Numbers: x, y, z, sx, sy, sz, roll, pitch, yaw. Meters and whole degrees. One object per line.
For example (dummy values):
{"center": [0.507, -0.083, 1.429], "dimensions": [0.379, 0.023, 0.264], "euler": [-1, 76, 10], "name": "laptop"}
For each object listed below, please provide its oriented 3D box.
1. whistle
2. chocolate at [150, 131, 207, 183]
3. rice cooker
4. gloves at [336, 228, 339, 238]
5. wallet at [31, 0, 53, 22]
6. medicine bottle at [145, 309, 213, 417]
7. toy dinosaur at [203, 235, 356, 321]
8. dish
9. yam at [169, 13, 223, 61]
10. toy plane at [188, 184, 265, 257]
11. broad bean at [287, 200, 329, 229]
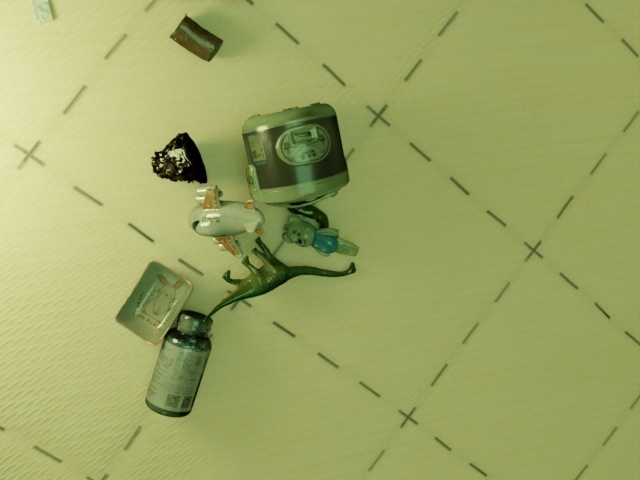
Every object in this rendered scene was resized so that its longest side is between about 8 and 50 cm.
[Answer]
{"center": [0.000, 0.000, 1.933], "dimensions": [0.236, 0.077, 0.114], "euler": [20, 129, -2], "name": "whistle"}
{"center": [-0.406, -0.211, 1.807], "dimensions": [0.133, 0.156, 0.156], "euler": [-21, 103, 7], "name": "chocolate"}
{"center": [-0.071, -0.231, 1.801], "dimensions": [0.288, 0.288, 0.277], "euler": [-12, 101, -11], "name": "rice cooker"}
{"center": [0.036, 0.002, 1.988], "dimensions": [0.037, 0.044, 0.081], "euler": [-4, 124, -50], "name": "gloves"}
{"center": [-0.741, -0.622, 1.716], "dimensions": [0.044, 0.011, 0.083], "euler": [-13, 101, -11], "name": "wallet"}
{"center": [-0.403, 0.354, 1.883], "dimensions": [0.141, 0.141, 0.293], "euler": [17, 95, -15], "name": "medicine bottle"}
{"center": [-0.124, 0.143, 1.937], "dimensions": [0.301, 0.087, 0.447], "euler": [46, 75, -18], "name": "toy dinosaur"}
{"center": [-0.470, 0.178, 1.862], "dimensions": [0.151, 0.077, 0.212], "euler": [32, 90, 4], "name": "dish"}
{"center": [-0.342, -0.557, 1.786], "dimensions": [0.127, 0.084, 0.084], "euler": [32, 90, -13], "name": "yam"}
{"center": [-0.268, -0.055, 1.826], "dimensions": [0.245, 0.117, 0.244], "euler": [11, 131, 13], "name": "toy plane"}
{"center": [-0.044, -0.088, 1.948], "dimensions": [0.195, 0.046, 0.061], "euler": [38, 99, -18], "name": "broad bean"}
